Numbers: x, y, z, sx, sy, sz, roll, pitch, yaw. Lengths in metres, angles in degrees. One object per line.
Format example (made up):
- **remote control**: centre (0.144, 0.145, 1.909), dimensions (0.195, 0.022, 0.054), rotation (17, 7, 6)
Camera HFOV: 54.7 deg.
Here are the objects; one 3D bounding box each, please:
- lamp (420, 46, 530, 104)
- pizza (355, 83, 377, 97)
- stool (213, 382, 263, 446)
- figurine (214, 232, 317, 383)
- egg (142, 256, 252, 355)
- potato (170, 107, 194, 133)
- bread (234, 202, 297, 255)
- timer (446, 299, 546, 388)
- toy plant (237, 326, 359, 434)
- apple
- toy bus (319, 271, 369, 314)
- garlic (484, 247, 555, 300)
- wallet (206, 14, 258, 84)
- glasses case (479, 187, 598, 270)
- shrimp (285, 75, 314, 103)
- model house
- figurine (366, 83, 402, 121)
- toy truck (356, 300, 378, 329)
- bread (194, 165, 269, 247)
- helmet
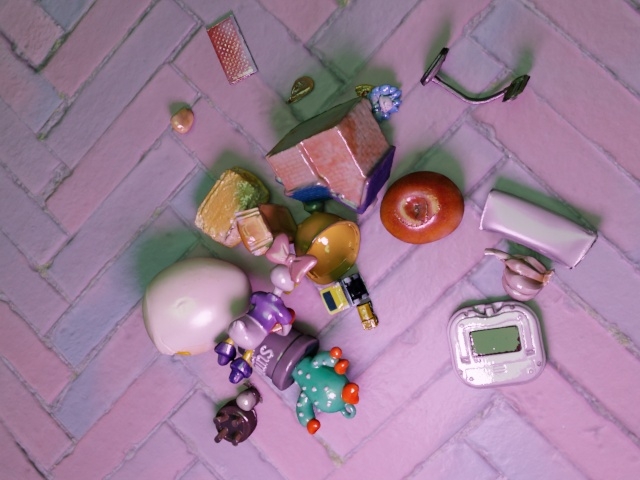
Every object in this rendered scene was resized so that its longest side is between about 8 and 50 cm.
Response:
- **lamp**: centre (0.415, -0.427, 1.693), dimensions (0.283, 0.203, 0.124), rotation (22, 116, 8)
- **pizza**: centre (0.139, -0.427, 1.840), dimensions (0.083, 0.025, 0.078), rotation (8, 92, 12)
- **stool**: centre (-0.256, 0.547, 1.926), dimensions (0.125, 0.121, 0.217), rotation (33, 104, 12)
- **figurine**: centre (-0.160, 0.191, 1.706), dimensions (0.154, 0.193, 0.421), rotation (35, 91, 24)
- **egg**: centre (-0.369, 0.191, 1.859), dimensions (0.345, 0.283, 0.283), rotation (-24, 86, 2)
- **potato**: centre (-0.437, -0.382, 1.963), dimensions (0.083, 0.068, 0.062), rotation (-54, 40, -4)
- **bread**: centre (-0.154, -0.033, 1.813), dimensions (0.107, 0.241, 0.136), rotation (-26, 86, 17)
- **timer**: centre (0.493, 0.296, 1.750), dimensions (0.262, 0.087, 0.237), rotation (-10, 89, 13)
- **toy plant**: centre (-0.054, 0.389, 1.829), dimensions (0.400, 0.185, 0.279), rotation (32, 95, 19)
- **apple**: centre (0.282, -0.091, 1.743), dimensions (0.235, 0.173, 0.210), rotation (-32, 84, 14)
- **toy bus**: centre (0.073, 0.152, 1.805), dimensions (0.101, 0.175, 0.088), rotation (-27, 86, 20)
- **garlic**: centre (0.535, 0.086, 1.708), dimensions (0.194, 0.131, 0.127), rotation (32, 96, 1)
- **wallet**: centre (-0.278, -0.595, 1.937), dimensions (0.103, 0.020, 0.196), rotation (-25, 86, 12)
- **glasses case**: centre (0.595, -0.034, 1.718), dimensions (0.308, 0.083, 0.128), rotation (26, 103, 11)
- **shrimp**: centre (-0.069, -0.462, 1.892), dimensions (0.108, 0.023, 0.059), rotation (-32, 75, 13)
- **model house**: centre (0.046, -0.210, 1.787), dimensions (0.312, 0.245, 0.280), rotation (-16, 117, 39)
- **figurine**: centre (0.193, -0.409, 1.801), dimensions (0.114, 0.079, 0.114), rotation (-4, 118, -8)
- **toy truck**: centre (0.140, 0.228, 1.849), dimensions (0.049, 0.054, 0.083), rotation (-20, 88, 13)
- **bread**: centre (-0.278, -0.101, 1.904), dimensions (0.174, 0.121, 0.245), rotation (39, 104, 19)
- **helmet**: centre (0.000, 0.000, 1.805), dimensions (0.205, 0.257, 0.140), rotation (-37, 59, -12)
